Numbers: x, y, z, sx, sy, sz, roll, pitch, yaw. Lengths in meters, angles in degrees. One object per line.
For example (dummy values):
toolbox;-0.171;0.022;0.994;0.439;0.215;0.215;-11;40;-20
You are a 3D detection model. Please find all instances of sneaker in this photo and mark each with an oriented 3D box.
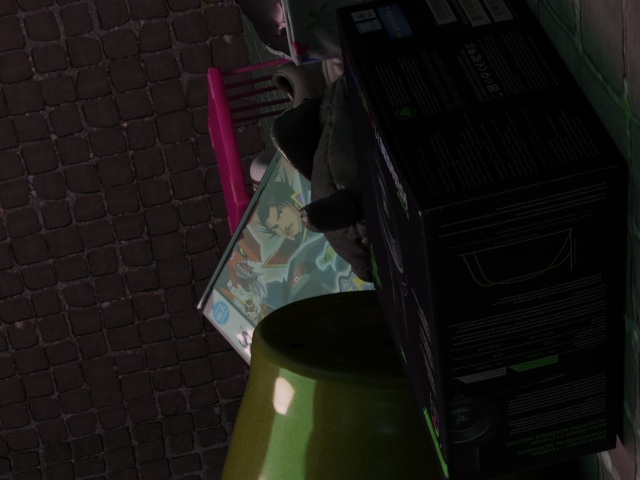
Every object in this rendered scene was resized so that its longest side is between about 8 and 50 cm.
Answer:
sneaker;0.011;-0.125;2.003;0.100;0.108;0.271;89;165;-59

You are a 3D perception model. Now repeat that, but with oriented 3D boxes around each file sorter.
file sorter;-0.059;-0.135;2.298;0.290;0.182;0.202;110;148;-79

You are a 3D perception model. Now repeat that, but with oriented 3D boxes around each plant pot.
plant pot;0.058;0.240;1.351;0.366;0.367;0.352;-119;28;-71

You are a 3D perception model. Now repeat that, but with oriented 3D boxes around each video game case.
video game case;0.008;0.041;1.550;0.248;0.035;0.274;46;122;30

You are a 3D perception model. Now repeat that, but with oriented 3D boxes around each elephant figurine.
elephant figurine;0.041;-0.094;1.402;0.186;0.169;0.239;75;175;-61

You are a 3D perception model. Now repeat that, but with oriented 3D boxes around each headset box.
headset box;0.112;-0.002;1.111;0.246;0.131;0.283;-108;7;-48

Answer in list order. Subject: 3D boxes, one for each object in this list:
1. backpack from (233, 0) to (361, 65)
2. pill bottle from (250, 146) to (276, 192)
backpack;0.003;-0.260;1.290;0.253;0.191;0.225;-99;-4;-76
pill bottle;0.000;0.000;1.728;0.117;0.117;0.215;-118;14;-70
